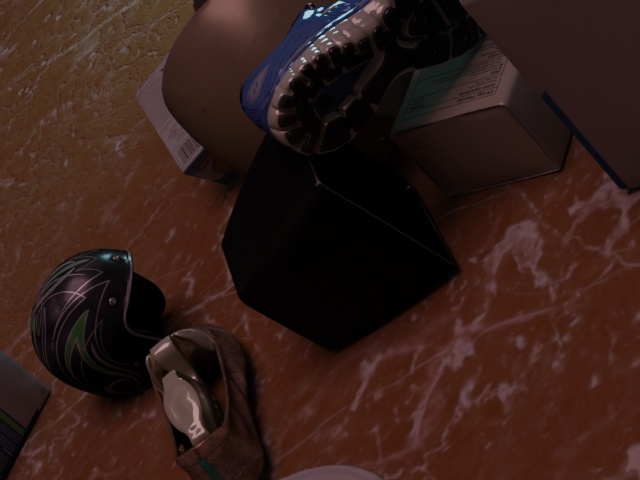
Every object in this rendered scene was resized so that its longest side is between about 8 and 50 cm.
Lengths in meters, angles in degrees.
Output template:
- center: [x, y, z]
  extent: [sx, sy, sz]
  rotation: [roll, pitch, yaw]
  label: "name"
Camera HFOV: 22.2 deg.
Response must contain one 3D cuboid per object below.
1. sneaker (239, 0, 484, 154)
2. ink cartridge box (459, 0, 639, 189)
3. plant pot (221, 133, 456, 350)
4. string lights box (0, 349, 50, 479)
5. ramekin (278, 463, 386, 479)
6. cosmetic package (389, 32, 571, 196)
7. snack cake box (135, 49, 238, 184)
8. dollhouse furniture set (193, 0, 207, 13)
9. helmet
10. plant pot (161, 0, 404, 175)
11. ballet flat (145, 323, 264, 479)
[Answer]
- center: [0.045, -0.222, 1.683]
  extent: [0.330, 0.130, 0.147]
  rotation: [-38, 34, -21]
  label: "sneaker"
- center: [0.301, -0.295, 1.580]
  extent: [0.166, 0.285, 0.395]
  rotation: [-22, 38, 35]
  label: "ink cartridge box"
- center: [0.000, 0.000, 1.716]
  extent: [0.167, 0.188, 0.187]
  rotation: [-50, 29, 15]
  label: "plant pot"
- center: [-0.451, 0.257, 1.993]
  extent: [0.076, 0.133, 0.260]
  rotation: [-9, 46, 44]
  label: "string lights box"
- center: [0.000, 0.335, 1.363]
  extent: [0.273, 0.127, 0.273]
  rotation: [-30, 34, 23]
  label: "ramekin"
- center: [0.207, -0.210, 1.765]
  extent: [0.160, 0.113, 0.309]
  rotation: [-12, 45, 43]
  label: "cosmetic package"
- center: [-0.102, -0.219, 2.065]
  extent: [0.264, 0.089, 0.152]
  rotation: [-48, 55, 23]
  label: "snack cake box"
- center: [-0.157, -0.423, 2.310]
  extent: [0.135, 0.262, 0.259]
  rotation: [-37, 33, 10]
  label: "dollhouse furniture set"
- center: [-0.262, 0.094, 1.926]
  extent: [0.169, 0.161, 0.169]
  rotation: [-31, 34, 24]
  label: "helmet"
- center: [-0.013, -0.166, 1.869]
  extent: [0.284, 0.284, 0.191]
  rotation: [-41, 62, 9]
  label: "plant pot"
- center: [-0.132, 0.158, 1.750]
  extent: [0.107, 0.106, 0.316]
  rotation: [-42, 31, 6]
  label: "ballet flat"
